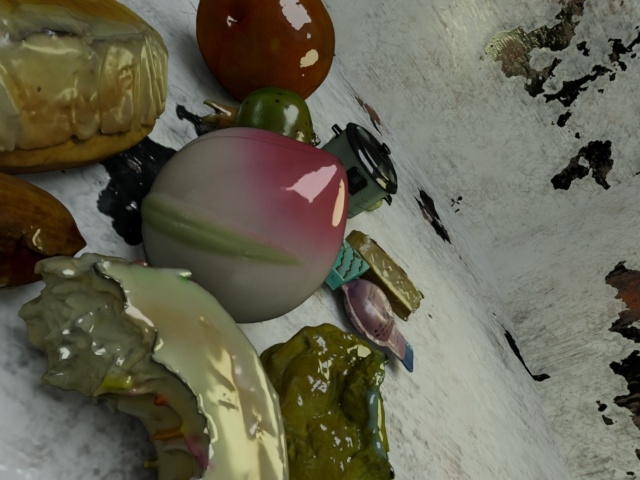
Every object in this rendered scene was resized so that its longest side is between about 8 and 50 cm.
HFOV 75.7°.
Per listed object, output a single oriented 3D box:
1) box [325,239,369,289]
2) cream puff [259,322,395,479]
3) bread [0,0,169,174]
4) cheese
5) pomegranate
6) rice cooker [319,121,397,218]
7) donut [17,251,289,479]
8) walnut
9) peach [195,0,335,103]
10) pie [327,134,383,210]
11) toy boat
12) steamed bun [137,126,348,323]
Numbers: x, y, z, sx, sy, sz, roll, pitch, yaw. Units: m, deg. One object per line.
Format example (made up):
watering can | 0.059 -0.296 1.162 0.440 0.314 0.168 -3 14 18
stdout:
box | 0.001 0.000 0.943 0.229 0.041 0.162 49 25 14
cream puff | 0.030 0.245 0.614 0.281 0.185 0.282 37 32 -28
bread | -0.348 -0.199 0.483 0.236 0.183 0.388 40 30 10
cheese | 0.141 0.194 0.987 0.286 0.074 0.189 50 27 -14
pomegranate | -0.125 -0.241 0.886 0.245 0.198 0.199 20 43 -40
rice cooker | 0.101 -0.202 1.190 0.281 0.226 0.241 52 26 -11
donut | -0.159 0.205 0.362 0.307 0.150 0.371 37 32 -36
walnut | -0.319 -0.010 0.385 0.207 0.115 0.116 17 46 -63
peach | -0.136 -0.487 0.987 0.343 0.342 0.301 56 28 -2
pie | 0.125 -0.236 1.459 0.302 0.066 0.303 43 27 -29
toy boat | 0.162 0.100 1.094 0.310 0.115 0.089 45 71 -18
steamed bun | -0.086 -0.040 0.612 0.309 0.309 0.310 41 30 -30
